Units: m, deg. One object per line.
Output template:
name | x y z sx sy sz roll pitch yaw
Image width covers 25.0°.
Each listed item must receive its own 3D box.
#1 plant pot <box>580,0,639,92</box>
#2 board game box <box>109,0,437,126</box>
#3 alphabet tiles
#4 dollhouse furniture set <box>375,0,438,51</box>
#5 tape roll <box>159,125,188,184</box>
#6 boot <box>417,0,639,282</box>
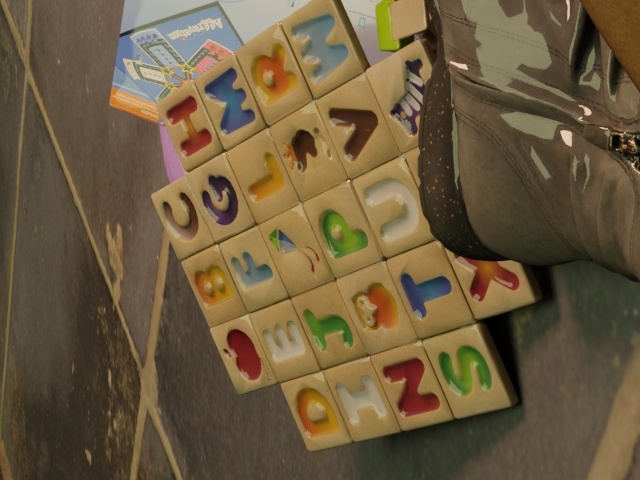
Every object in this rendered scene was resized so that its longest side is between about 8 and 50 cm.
plant pot | 0.195 -0.072 0.442 0.237 0.237 0.254 -27 82 66
board game box | -0.037 -0.129 1.036 0.281 0.027 0.145 22 109 34
alphabet tiles | 0.000 0.000 0.985 0.342 0.011 0.285 -23 91 52
dollhouse furniture set | 0.078 -0.157 0.894 0.059 0.076 0.151 -11 84 55
tape roll | -0.059 -0.134 1.206 0.275 0.090 0.274 176 90 -69
boot | 0.133 -0.141 0.728 0.223 0.118 0.338 8 111 65
